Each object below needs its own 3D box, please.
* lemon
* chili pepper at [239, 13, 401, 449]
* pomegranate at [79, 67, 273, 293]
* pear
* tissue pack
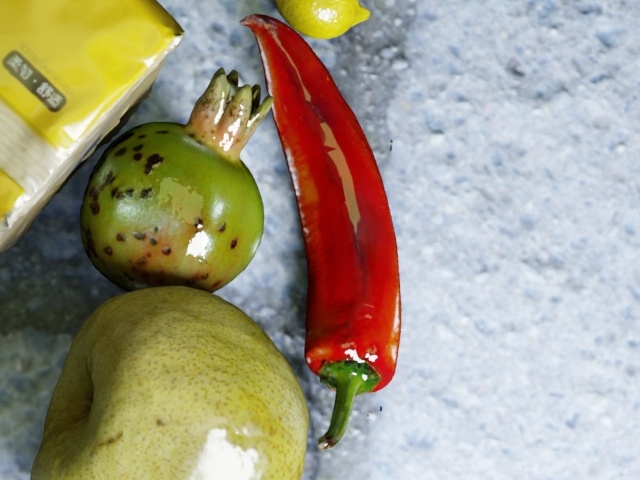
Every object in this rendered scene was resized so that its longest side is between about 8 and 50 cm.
[{"bbox_3d":[0.000,-0.211,1.603,0.092,0.065,0.065,19,74,-16],"label":"lemon"},{"bbox_3d":[0.003,-0.004,1.535,0.137,0.092,0.369,3,70,-48],"label":"chili pepper"},{"bbox_3d":[-0.112,-0.043,1.476,0.159,0.159,0.205,28,102,-7],"label":"pomegranate"},{"bbox_3d":[-0.107,0.156,1.427,0.211,0.188,0.229,23,99,-24],"label":"pear"},{"bbox_3d":[-0.313,-0.195,1.388,0.382,0.293,0.228,45,78,-4],"label":"tissue pack"}]
